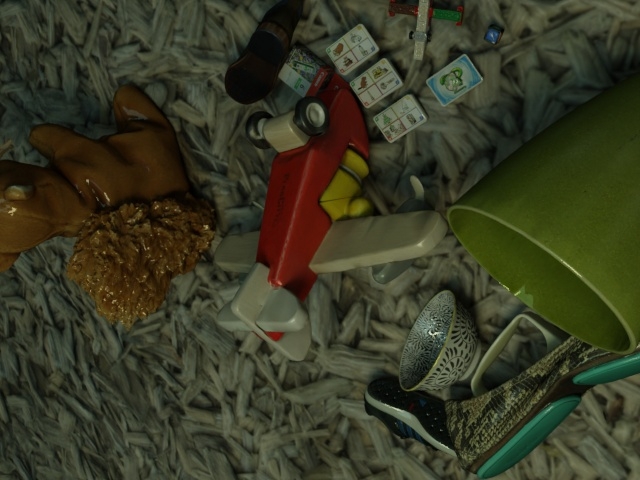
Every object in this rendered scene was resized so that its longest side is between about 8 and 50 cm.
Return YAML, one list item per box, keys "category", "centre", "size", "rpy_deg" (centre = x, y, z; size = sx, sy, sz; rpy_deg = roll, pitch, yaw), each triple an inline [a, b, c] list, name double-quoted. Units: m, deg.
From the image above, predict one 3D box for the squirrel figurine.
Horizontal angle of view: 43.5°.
- category: "squirrel figurine"
  centre: [-0.398, -0.047, 1.409]
  size: [0.397, 0.370, 0.281]
  rpy_deg: [45, 121, 14]

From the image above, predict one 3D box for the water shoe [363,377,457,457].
- category: "water shoe"
  centre: [0.166, 0.304, 1.352]
  size: [0.203, 0.073, 0.080]
  rpy_deg: [31, 144, 21]

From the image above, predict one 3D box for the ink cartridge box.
- category: "ink cartridge box"
  centre: [-0.010, -0.262, 1.317]
  size: [0.115, 0.029, 0.062]
  rpy_deg: [42, 121, 16]

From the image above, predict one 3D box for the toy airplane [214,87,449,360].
- category: "toy airplane"
  centre: [0.000, 0.000, 1.237]
  size: [0.384, 0.273, 0.386]
  rpy_deg: [-51, 43, 20]

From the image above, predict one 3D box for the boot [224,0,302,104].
- category: "boot"
  centre: [-0.089, -0.311, 1.337]
  size: [0.082, 0.106, 0.219]
  rpy_deg: [35, 150, -11]

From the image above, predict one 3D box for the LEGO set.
- category: "LEGO set"
  centre: [0.153, -0.286, 1.215]
  size: [0.244, 0.060, 0.182]
  rpy_deg: [-32, 98, 35]

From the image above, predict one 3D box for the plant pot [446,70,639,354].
- category: "plant pot"
  centre: [0.356, -0.059, 0.992]
  size: [0.275, 0.275, 0.293]
  rpy_deg: [39, 83, 17]

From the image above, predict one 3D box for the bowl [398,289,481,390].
- category: "bowl"
  centre: [0.197, 0.170, 1.251]
  size: [0.080, 0.170, 0.170]
  rpy_deg: [26, 119, -9]

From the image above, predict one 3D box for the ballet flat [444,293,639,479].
- category: "ballet flat"
  centre: [0.350, 0.167, 1.152]
  size: [0.483, 0.164, 0.182]
  rpy_deg: [-44, 56, 34]
